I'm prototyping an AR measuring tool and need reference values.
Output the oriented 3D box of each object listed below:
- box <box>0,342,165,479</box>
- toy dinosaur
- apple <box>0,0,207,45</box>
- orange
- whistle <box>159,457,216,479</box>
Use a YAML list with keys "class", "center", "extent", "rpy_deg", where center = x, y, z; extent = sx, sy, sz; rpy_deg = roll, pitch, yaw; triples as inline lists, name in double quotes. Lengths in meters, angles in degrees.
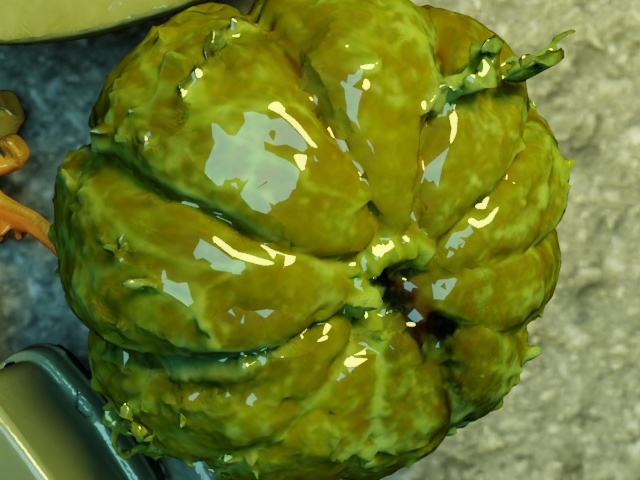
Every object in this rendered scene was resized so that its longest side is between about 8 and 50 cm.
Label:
- class: "box"
  center: [-0.215, 0.175, 0.617]
  extent: [0.210, 0.129, 0.148]
  rpy_deg: [-40, 84, 10]
- class: "toy dinosaur"
  center: [-0.256, -0.058, 0.670]
  extent: [0.117, 0.070, 0.288]
  rpy_deg: [-33, 84, 12]
- class: "apple"
  center: [-0.138, -0.300, 0.563]
  extent: [0.360, 0.320, 0.312]
  rpy_deg: [-31, 131, 8]
- class: "orange"
  center: [0.000, 0.000, 0.578]
  extent: [0.300, 0.223, 0.301]
  rpy_deg: [-19, 113, -12]
- class: "whistle"
  center: [-0.067, 0.164, 0.660]
  extent: [0.057, 0.068, 0.327]
  rpy_deg: [-26, 89, -1]
